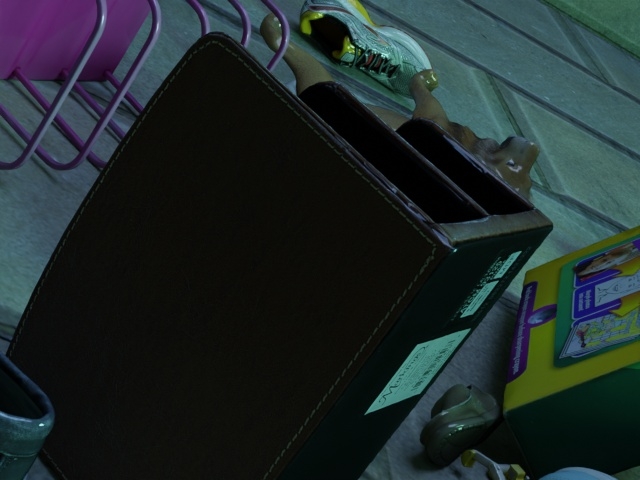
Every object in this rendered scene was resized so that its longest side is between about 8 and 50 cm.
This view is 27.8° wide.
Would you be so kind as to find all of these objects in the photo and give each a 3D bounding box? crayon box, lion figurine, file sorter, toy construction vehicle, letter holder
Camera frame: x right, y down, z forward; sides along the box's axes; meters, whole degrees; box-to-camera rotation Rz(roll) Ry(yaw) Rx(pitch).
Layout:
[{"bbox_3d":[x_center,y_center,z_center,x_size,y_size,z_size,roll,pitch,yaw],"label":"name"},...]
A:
[{"bbox_3d":[0.351,0.076,1.261,0.106,0.313,0.363,63,19,-12],"label":"crayon box"},{"bbox_3d":[0.065,-0.125,1.541,0.392,0.142,0.240,10,38,-18],"label":"lion figurine"},{"bbox_3d":[-0.196,-0.182,1.179,0.182,0.202,0.291,45,25,19],"label":"file sorter"},{"bbox_3d":[0.170,0.220,1.103,0.086,0.035,0.098,13,31,-41],"label":"toy construction vehicle"},{"bbox_3d":[-0.043,0.042,0.822,0.214,0.302,0.152,44,25,20],"label":"letter holder"}]

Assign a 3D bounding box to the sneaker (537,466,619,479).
[{"bbox_3d":[0.167,0.261,0.905,0.208,0.127,0.319,24,26,-27],"label":"sneaker"}]

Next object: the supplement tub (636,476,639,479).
[{"bbox_3d":[0.414,0.266,1.124,0.338,0.207,0.207,4,38,-51],"label":"supplement tub"}]

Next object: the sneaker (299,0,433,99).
[{"bbox_3d":[0.062,-0.271,1.867,0.225,0.088,0.092,34,44,-2],"label":"sneaker"}]

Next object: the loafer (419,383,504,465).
[{"bbox_3d":[0.117,0.158,1.134,0.050,0.056,0.148,43,14,20],"label":"loafer"}]

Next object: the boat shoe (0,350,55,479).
[{"bbox_3d":[-0.279,0.036,0.770,0.301,0.102,0.108,41,24,15],"label":"boat shoe"}]
